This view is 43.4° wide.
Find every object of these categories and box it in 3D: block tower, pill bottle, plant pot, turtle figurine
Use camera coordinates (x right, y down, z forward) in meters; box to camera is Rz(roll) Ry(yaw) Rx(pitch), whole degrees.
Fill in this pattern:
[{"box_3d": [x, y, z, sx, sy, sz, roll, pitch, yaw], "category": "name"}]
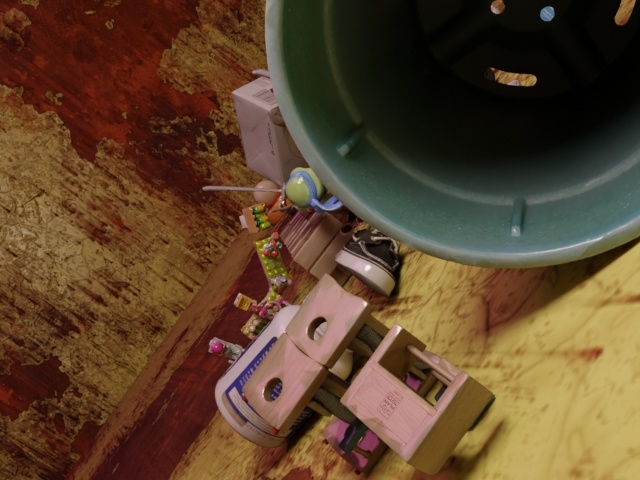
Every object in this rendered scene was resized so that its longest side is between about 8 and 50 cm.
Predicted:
[{"box_3d": [0.000, 0.000, 1.359, 0.097, 0.091, 0.335, -52, 9, 3], "category": "block tower"}, {"box_3d": [-0.027, 0.142, 0.938, 0.187, 0.112, 0.112, -49, 11, 20], "category": "pill bottle"}, {"box_3d": [0.167, -0.199, 0.691, 0.341, 0.341, 0.334, -47, 3, 29], "category": "plant pot"}, {"box_3d": [0.021, -0.131, 1.155, 0.274, 0.266, 0.198, 25, 113, 42], "category": "turtle figurine"}]

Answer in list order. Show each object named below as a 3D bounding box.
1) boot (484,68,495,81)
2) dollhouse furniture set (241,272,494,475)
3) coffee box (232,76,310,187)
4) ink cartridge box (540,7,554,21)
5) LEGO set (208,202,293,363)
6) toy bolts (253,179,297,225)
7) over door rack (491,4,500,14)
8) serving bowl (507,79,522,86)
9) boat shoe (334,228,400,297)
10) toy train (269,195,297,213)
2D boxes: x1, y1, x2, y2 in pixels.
[{"box_3d": [0.116, -0.228, 1.245, 0.246, 0.207, 0.094, -41, 35, 47], "category": "boot"}, {"box_3d": [0.053, 0.141, 0.654, 0.129, 0.129, 0.183, -54, 40, -2], "category": "dollhouse furniture set"}, {"box_3d": [-0.006, -0.212, 1.284, 0.246, 0.098, 0.141, -33, -45, -29], "category": "coffee box"}, {"box_3d": [0.349, -0.376, 1.137, 0.181, 0.061, 0.104, -53, 9, 1], "category": "ink cartridge box"}, {"box_3d": [-0.098, 0.082, 1.406, 0.107, 0.132, 0.287, -165, 89, -74], "category": "LEGO set"}, {"box_3d": [-0.028, -0.143, 1.775, 0.218, 0.158, 0.229, -46, 13, 36], "category": "toy bolts"}, {"box_3d": [0.286, -0.411, 1.483, 0.239, 0.108, 0.324, -42, 29, 48], "category": "over door rack"}, {"box_3d": [0.235, -0.165, 1.035, 0.083, 0.027, 0.083, -50, 10, 12], "category": "serving bowl"}, {"box_3d": [0.064, 0.017, 1.046, 0.070, 0.077, 0.219, -54, 8, 2], "category": "boat shoe"}, {"box_3d": [-0.048, -0.130, 1.579, 0.248, 0.143, 0.105, -21, -40, -40], "category": "toy train"}]
